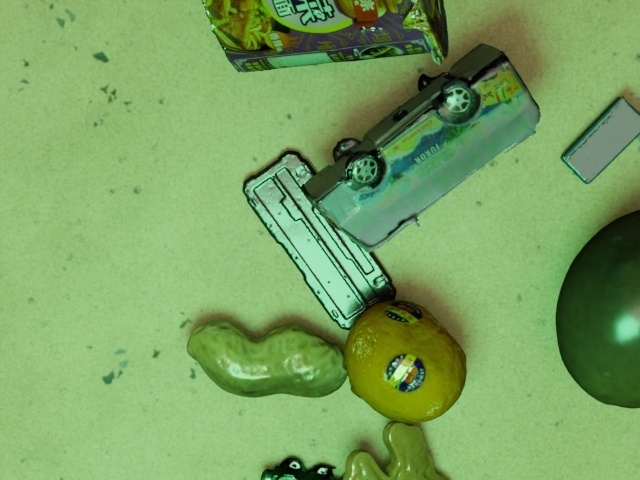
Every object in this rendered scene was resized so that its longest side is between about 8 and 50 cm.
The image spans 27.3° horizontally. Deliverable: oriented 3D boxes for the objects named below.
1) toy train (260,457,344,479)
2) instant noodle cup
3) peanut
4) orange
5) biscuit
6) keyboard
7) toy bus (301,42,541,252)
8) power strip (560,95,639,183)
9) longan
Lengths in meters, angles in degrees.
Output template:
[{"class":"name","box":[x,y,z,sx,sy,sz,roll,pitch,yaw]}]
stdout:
[{"class":"toy train","box":[-0.008,0.380,1.902,0.171,0.071,0.111,14,109,-1]},{"class":"instant noodle cup","box":[-0.004,-0.358,1.654,0.266,0.340,0.339,-12,99,12]},{"class":"peanut","box":[-0.075,0.169,1.853,0.230,0.098,0.103,3,59,1]},{"class":"orange","box":[0.114,0.167,1.802,0.178,0.177,0.155,34,96,-4]},{"class":"biscuit","box":[0.124,0.378,1.881,0.144,0.040,0.236,-33,106,-15]},{"class":"keyboard","box":[0.000,0.000,1.859,0.106,0.016,0.262,-35,97,8]},{"class":"toy bus","box":[0.132,-0.119,1.737,0.317,0.112,0.138,-38,110,3]},{"class":"power strip","box":[0.388,-0.136,1.813,0.056,0.032,0.123,43,99,-5]},{"class":"longan","box":[0.450,0.089,1.753,0.300,0.300,0.243,-32,56,7]}]
